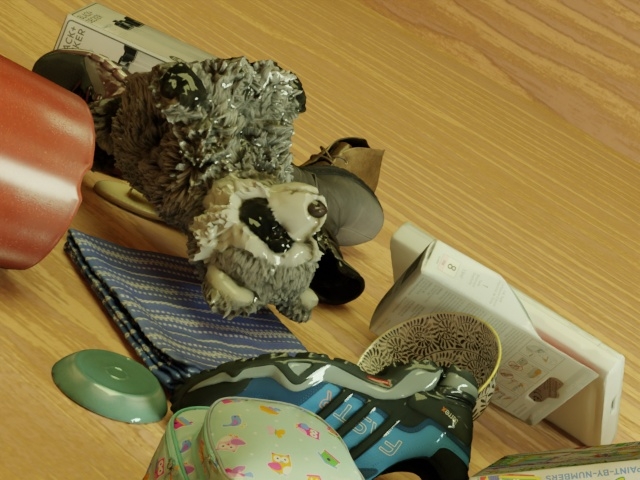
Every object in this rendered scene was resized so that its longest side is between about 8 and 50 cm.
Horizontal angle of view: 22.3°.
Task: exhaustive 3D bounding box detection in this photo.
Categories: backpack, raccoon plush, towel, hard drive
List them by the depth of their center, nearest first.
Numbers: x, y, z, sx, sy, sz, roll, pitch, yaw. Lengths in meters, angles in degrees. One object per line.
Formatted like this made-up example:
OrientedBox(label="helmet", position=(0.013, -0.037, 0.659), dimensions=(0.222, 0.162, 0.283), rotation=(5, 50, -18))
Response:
OrientedBox(label="backpack", position=(-0.058, 0.211, 1.351), dimensions=(0.166, 0.144, 0.188), rotation=(8, 20, -27))
OrientedBox(label="towel", position=(-0.123, 0.086, 1.785), dimensions=(0.243, 0.040, 0.336), rotation=(12, 20, -35))
OrientedBox(label="raccoon plush", position=(-0.146, -0.035, 1.930), dimensions=(0.216, 0.299, 0.446), rotation=(-2, -7, -30))
OrientedBox(label="hard drive", position=(0.219, 0.117, 1.934), dimensions=(0.307, 0.040, 0.203), rotation=(33, -25, 25))

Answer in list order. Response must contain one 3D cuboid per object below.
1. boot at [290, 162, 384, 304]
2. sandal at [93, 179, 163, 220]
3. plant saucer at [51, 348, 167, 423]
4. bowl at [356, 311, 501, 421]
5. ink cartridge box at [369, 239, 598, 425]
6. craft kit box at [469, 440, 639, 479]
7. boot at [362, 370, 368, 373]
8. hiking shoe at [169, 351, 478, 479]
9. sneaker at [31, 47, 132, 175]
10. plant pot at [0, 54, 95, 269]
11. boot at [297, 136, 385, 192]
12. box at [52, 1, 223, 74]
OrientedBox(label="boot", position=(0.000, 0.000, 2.107), dimensions=(0.338, 0.118, 0.222), rotation=(20, 31, -49))
OrientedBox(label="sandal", position=(-0.165, -0.058, 2.084), dimensions=(0.240, 0.079, 0.088), rotation=(23, 18, -1))
OrientedBox(label="plant saucer", position=(-0.200, 0.136, 1.576), dimensions=(0.119, 0.021, 0.119), rotation=(22, 17, -7))
OrientedBox(label="bowl", position=(0.125, 0.163, 1.772), dimensions=(0.170, 0.080, 0.170), rotation=(-16, 35, 11))
OrientedBox(label="ink cartridge box", position=(0.189, 0.108, 1.869), dimensions=(0.232, 0.189, 0.066), rotation=(27, 60, -5))
OrientedBox(label="craft kit box", position=(0.286, 0.231, 1.578), dimensions=(0.250, 0.061, 0.246), rotation=(-8, -2, 13))
OrientedBox(label="boot", position=(0.028, 0.184, 1.672), dimensions=(0.087, 0.118, 0.042), rotation=(54, 15, -36))
OrientedBox(label="hiking shoe", position=(0.007, 0.182, 1.559), dimensions=(0.304, 0.132, 0.113), rotation=(2, -18, -7))
OrientedBox(label="sneaker", position=(-0.297, -0.170, 2.205), dimensions=(0.281, 0.106, 0.162), rotation=(28, 21, 11))
OrientedBox(label="plant pot", position=(-0.393, -0.101, 1.661), dimensions=(0.265, 0.272, 0.272), rotation=(21, 16, -35))
OrientedBox(label="boot", position=(-0.009, -0.096, 2.339), dimensions=(0.112, 0.115, 0.305), rotation=(34, 21, 24))
OrientedBox(label="box", position=(-0.263, -0.271, 2.557), dimensions=(0.290, 0.087, 0.169), rotation=(24, 17, 2))
